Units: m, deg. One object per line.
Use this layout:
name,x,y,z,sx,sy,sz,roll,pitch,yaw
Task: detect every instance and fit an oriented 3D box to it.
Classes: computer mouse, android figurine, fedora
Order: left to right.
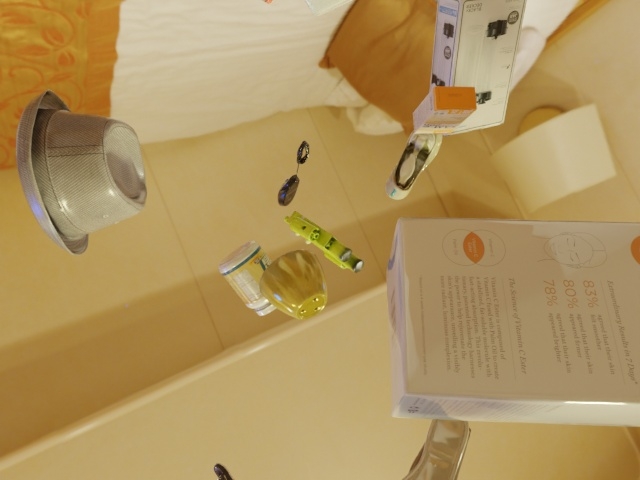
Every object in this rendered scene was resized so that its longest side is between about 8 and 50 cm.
fedora,-0.342,-0.103,0.741,0.124,0.243,0.275,-6,166,-7
computer mouse,-0.083,-0.194,1.398,0.071,0.041,0.242,-41,161,-46
android figurine,0.000,0.000,1.406,0.056,0.273,0.248,-55,144,-4

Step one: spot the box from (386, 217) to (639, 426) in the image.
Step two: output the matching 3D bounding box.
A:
box,0.263,0.104,0.596,0.345,0.215,0.168,2,152,3

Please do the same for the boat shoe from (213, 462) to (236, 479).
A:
boat shoe,-0.283,0.717,1.431,0.038,0.125,0.046,-18,135,-45

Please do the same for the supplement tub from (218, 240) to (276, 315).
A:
supplement tub,-0.200,0.116,1.473,0.144,0.199,0.144,-34,-167,9

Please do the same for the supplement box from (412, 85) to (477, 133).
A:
supplement box,0.183,-0.192,0.718,0.062,0.036,0.098,-2,173,-6

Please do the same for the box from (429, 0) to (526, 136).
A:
box,0.338,-0.393,1.069,0.169,0.087,0.290,-16,127,-15

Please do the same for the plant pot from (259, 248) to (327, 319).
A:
plant pot,-0.040,0.099,0.948,0.134,0.095,0.134,-22,140,-20

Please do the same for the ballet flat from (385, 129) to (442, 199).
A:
ballet flat,0.242,-0.216,1.215,0.248,0.086,0.086,-62,180,-11

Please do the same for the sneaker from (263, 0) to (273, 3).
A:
sneaker,-0.137,-0.550,0.962,0.065,0.158,0.061,-9,160,-33

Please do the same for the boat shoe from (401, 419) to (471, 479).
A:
boat shoe,0.253,0.550,1.105,0.324,0.117,0.096,-58,148,-24

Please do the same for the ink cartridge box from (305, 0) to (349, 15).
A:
ink cartridge box,0.026,-0.638,0.825,0.160,0.384,0.279,-9,141,36
